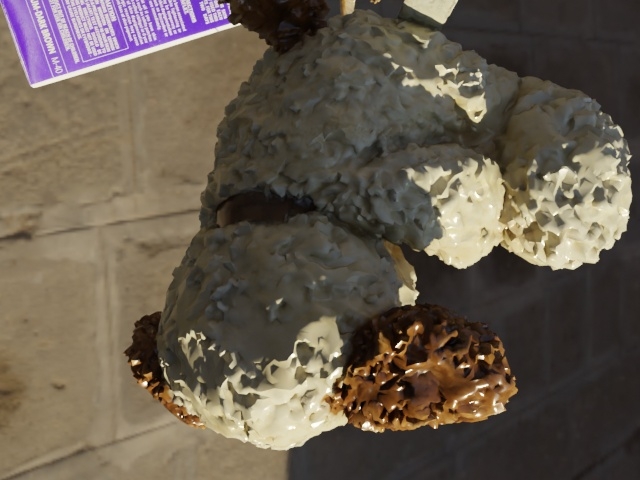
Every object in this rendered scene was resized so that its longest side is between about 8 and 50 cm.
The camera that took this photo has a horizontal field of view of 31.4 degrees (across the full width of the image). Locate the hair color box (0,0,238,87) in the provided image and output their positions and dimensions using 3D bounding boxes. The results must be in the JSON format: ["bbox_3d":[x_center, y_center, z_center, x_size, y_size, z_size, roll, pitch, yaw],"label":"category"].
[{"bbox_3d":[-0.125,-0.256,1.131,0.185,0.338,0.110,-90,165,-77],"label":"hair color box"}]

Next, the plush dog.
[{"bbox_3d":[0.000,0.000,0.594,0.210,0.262,0.225,39,58,-38],"label":"plush dog"}]

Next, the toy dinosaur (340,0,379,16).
[{"bbox_3d":[0.036,-0.346,1.352,0.064,0.112,0.212,3,84,-28],"label":"toy dinosaur"}]
